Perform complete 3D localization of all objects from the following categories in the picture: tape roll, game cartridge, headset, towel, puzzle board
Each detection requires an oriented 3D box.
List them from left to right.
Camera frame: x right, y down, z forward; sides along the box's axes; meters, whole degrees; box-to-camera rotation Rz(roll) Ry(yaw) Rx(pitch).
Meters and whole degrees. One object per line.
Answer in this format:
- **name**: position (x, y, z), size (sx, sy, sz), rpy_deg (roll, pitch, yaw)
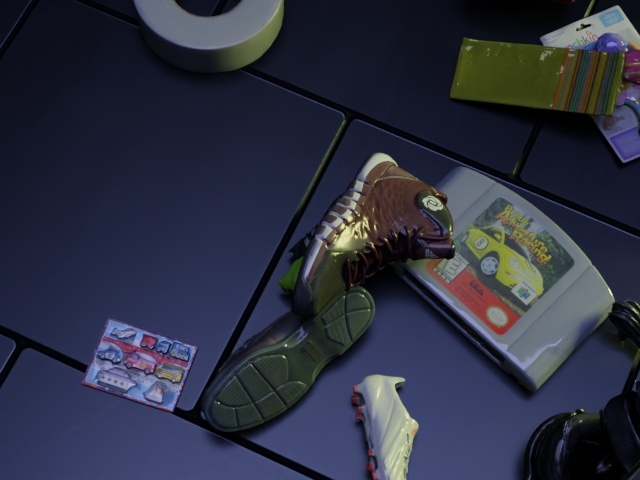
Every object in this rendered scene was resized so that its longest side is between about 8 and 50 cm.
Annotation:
- **puzzle board**: position (-0.237, 0.163, 1.770), size (0.128, 0.011, 0.096), rpy_deg (17, 67, 6)
- **tape roll**: position (-0.162, -0.354, 1.962), size (0.219, 0.072, 0.219), rpy_deg (0, 66, -1)
- **game cartridge**: position (0.241, 0.040, 1.816), size (0.294, 0.060, 0.196), rpy_deg (42, 68, 15)
- **towel**: position (0.308, -0.235, 1.918), size (0.237, 0.021, 0.102), rpy_deg (8, 68, 18)
- **headset**: position (0.347, 0.231, 1.642), size (0.185, 0.243, 0.394), rpy_deg (54, 45, -3)

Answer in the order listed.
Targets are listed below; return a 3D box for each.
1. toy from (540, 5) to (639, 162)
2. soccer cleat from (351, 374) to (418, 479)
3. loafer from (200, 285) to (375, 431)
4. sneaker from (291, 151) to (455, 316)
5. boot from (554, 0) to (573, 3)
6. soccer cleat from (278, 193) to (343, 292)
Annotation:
- **toy**: position (0.436, -0.238, 1.938), size (0.137, 0.056, 0.237), rpy_deg (-23, 69, -12)
- **soccer cleat**: position (0.092, 0.261, 1.709), size (0.076, 0.068, 0.196), rpy_deg (-7, 64, -8)
- **loafer**: position (-0.048, 0.149, 1.755), size (0.267, 0.084, 0.096), rpy_deg (-37, 115, -15)
- **sneaker**: position (0.084, 0.009, 1.722), size (0.163, 0.106, 0.281), rpy_deg (24, 53, 11)
- **boot**: position (0.388, -0.490, 1.990), size (0.377, 0.138, 0.284), rpy_deg (17, 88, -31)
- **soccer cleat**: position (0.000, 0.000, 1.822), size (0.072, 0.060, 0.179), rpy_deg (-4, 43, 41)
